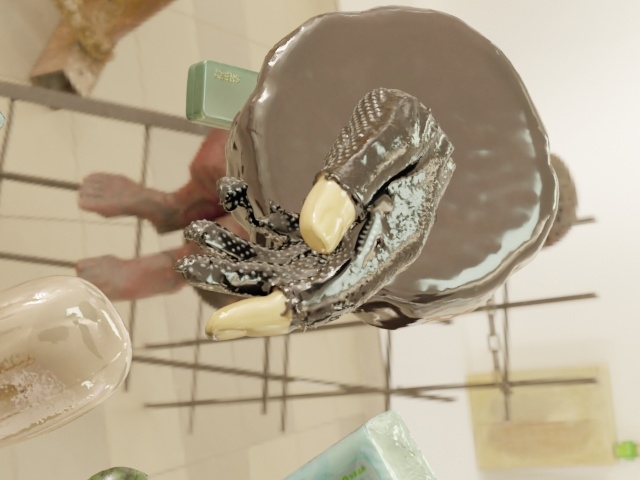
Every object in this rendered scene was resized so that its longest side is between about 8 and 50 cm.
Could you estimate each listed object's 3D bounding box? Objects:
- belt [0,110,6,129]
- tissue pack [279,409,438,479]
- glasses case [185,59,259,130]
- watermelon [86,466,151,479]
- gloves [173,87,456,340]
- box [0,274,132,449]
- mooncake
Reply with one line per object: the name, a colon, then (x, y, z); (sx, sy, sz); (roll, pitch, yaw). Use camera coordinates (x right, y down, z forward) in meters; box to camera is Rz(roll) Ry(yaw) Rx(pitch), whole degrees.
belt: (-0.491, -0.170, 1.427); (0.082, 0.147, 0.163); (-52, 167, 2)
tissue pack: (0.030, 0.342, 1.317); (0.089, 0.263, 0.177); (-12, 68, -49)
glasses case: (-0.089, -0.179, 1.418); (0.184, 0.039, 0.078); (7, 82, -41)
watermelon: (-0.252, 0.337, 1.342); (0.062, 0.105, 0.105); (-125, -168, -64)
gloves: (0.000, 0.002, 0.632); (0.181, 0.129, 0.106); (-52, 123, -25)
box: (-0.277, 0.115, 1.011); (0.088, 0.200, 0.146); (-113, 179, -60)
mooncake: (0.058, -0.057, 0.936); (0.141, 0.283, 0.283); (114, -21, -69)
